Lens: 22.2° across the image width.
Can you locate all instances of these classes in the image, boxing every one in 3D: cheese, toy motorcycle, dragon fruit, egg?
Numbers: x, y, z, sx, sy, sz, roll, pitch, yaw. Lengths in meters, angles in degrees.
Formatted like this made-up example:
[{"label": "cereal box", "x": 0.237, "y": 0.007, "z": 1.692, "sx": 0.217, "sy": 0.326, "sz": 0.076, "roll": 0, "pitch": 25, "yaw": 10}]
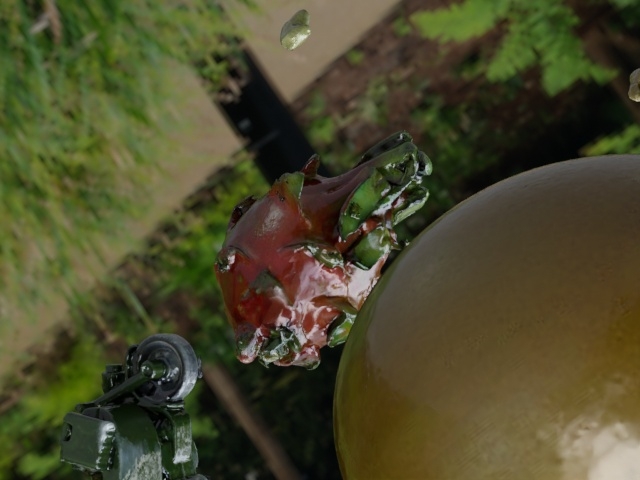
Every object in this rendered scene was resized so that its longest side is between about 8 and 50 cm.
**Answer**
[{"label": "cheese", "x": -0.029, "y": -0.258, "z": 2.002, "sx": 0.044, "sy": 0.030, "sz": 0.083, "roll": -50, "pitch": -168, "yaw": 14}, {"label": "toy motorcycle", "x": -0.208, "y": 0.236, "z": 1.676, "sx": 0.127, "sy": 0.275, "sz": 0.205, "roll": -4, "pitch": 178, "yaw": 31}, {"label": "dragon fruit", "x": 0.008, "y": 0.013, "z": 1.713, "sx": 0.269, "sy": 0.200, "sz": 0.198, "roll": -29, "pitch": 137, "yaw": 20}, {"label": "egg", "x": 0.167, "y": 0.092, "z": 1.022, "sx": 0.351, "sy": 0.282, "sz": 0.282, "roll": -34, "pitch": 173, "yaw": 38}]

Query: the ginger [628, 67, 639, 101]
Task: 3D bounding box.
[{"label": "ginger", "x": 0.425, "y": -0.193, "z": 1.796, "sx": 0.176, "sy": 0.052, "sz": 0.193, "roll": -5, "pitch": -158, "yaw": 8}]
